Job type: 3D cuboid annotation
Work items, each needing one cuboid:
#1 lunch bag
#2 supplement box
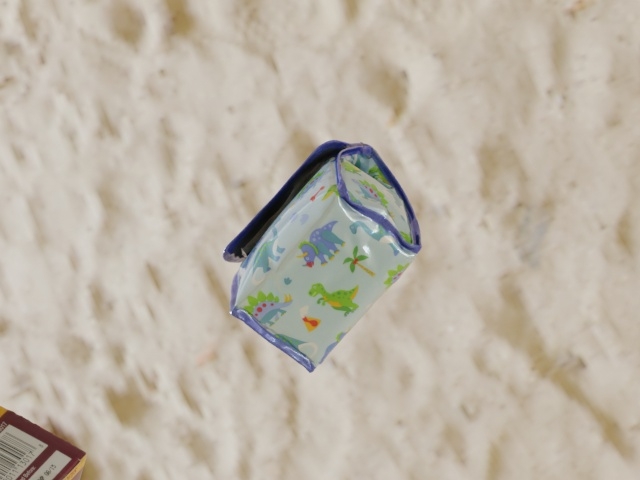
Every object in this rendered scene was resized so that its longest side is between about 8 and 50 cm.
[{"bbox_3d":[0.000,0.000,1.337,0.096,0.151,0.129,39,106,-14],"label":"lunch bag"},{"bbox_3d":[-0.248,0.231,1.346,0.080,0.104,0.188,27,123,10],"label":"supplement box"}]
